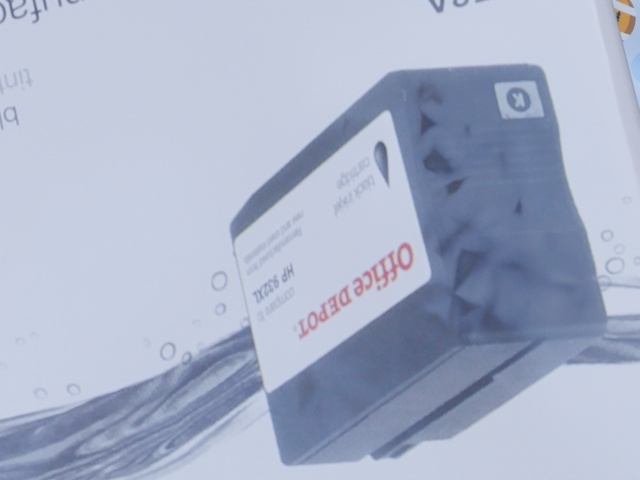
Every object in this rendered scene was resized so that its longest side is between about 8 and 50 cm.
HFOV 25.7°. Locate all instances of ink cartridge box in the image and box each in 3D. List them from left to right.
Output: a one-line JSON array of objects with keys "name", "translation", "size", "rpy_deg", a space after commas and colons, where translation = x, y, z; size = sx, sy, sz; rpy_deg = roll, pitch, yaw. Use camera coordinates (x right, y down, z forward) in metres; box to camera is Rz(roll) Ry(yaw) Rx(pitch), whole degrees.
[{"name": "ink cartridge box", "translation": [-0.001, 0.021, 0.456], "size": [0.223, 0.129, 0.308], "rpy_deg": [-14, 86, 7]}]

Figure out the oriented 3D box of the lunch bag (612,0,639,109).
[{"name": "lunch bag", "translation": [0.390, -0.264, 1.653], "size": [0.385, 0.328, 0.239], "rpy_deg": [-19, 103, 48]}]
